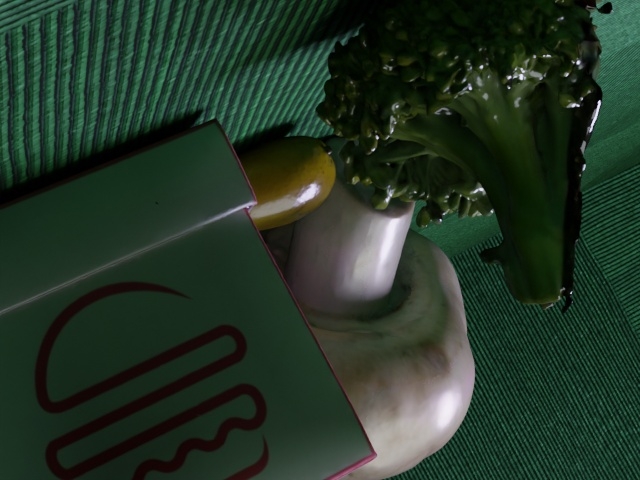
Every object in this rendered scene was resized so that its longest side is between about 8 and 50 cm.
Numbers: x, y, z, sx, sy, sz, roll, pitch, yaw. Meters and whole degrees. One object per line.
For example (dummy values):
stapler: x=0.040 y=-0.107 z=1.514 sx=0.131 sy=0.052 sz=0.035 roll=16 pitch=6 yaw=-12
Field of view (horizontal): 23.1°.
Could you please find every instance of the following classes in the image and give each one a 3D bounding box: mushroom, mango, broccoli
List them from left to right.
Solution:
mango: x=-0.063 y=-0.045 z=1.418 sx=0.161 sy=0.076 sz=0.103 roll=-18 pitch=178 yaw=-12
mushroom: x=0.026 y=0.089 z=1.672 sx=0.353 sy=0.325 sz=0.353 roll=-38 pitch=180 yaw=0
broccoli: x=0.093 y=-0.088 z=1.124 sx=0.180 sy=0.273 sz=0.242 roll=8 pitch=163 yaw=-11

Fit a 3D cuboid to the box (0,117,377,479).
box: x=-0.189 y=0.131 z=1.252 sx=0.312 sy=0.300 sz=0.314 roll=-25 pitch=173 yaw=-27
